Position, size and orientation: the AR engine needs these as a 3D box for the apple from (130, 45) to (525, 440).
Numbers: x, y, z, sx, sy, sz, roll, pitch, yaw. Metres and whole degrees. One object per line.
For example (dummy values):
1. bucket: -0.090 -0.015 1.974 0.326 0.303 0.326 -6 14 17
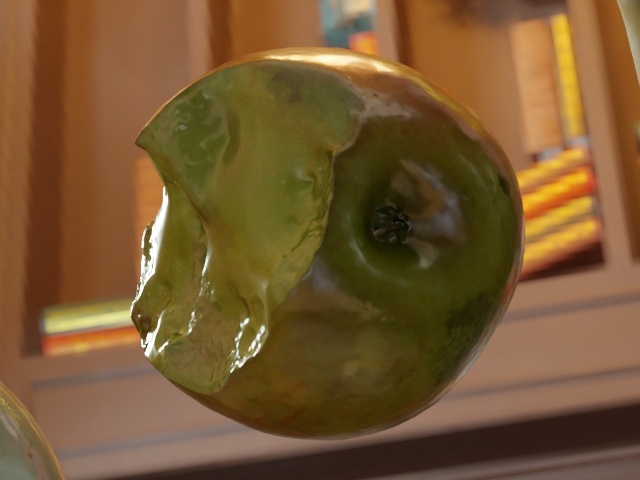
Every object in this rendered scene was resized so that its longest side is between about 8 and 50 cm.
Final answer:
1. apple: 0.000 0.000 1.195 0.226 0.246 0.246 -169 66 -69

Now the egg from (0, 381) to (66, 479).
1. egg: -0.307 0.263 1.615 0.230 0.230 0.371 38 -150 -77

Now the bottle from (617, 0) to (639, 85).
1. bottle: 0.296 -0.048 1.216 0.171 0.171 0.351 -82 -25 -64
